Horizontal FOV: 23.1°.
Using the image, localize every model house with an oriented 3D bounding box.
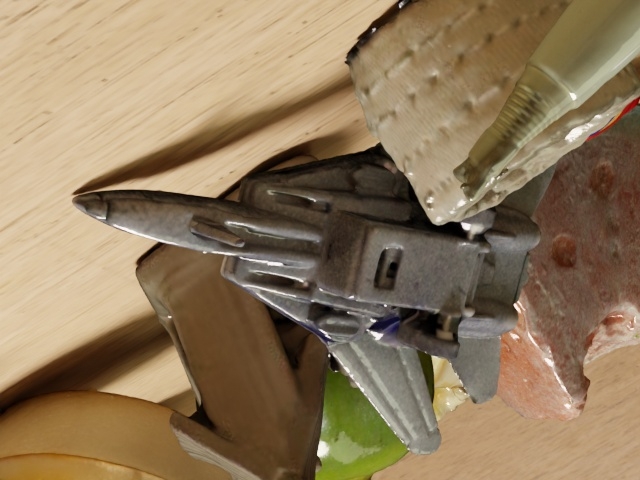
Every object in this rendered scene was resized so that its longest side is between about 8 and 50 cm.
[{"bbox_3d":[-0.032,0.070,0.908,0.122,0.188,0.229,-13,168,-6],"label":"model house"}]

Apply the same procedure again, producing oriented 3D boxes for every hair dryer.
[{"bbox_3d":[0.134,-0.105,0.617,0.237,0.075,0.206,-47,176,0],"label":"hair dryer"}]

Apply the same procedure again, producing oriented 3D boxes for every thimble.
[{"bbox_3d":[0.078,-0.072,0.707,0.115,0.090,0.102,-35,173,21],"label":"thimble"}]

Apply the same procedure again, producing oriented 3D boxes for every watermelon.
[{"bbox_3d":[0.185,0.017,1.157,0.318,0.226,0.148,0,176,-37],"label":"watermelon"}]

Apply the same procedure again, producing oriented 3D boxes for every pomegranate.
[{"bbox_3d":[0.002,0.136,1.165,0.187,0.225,0.187,-12,173,-1],"label":"pomegranate"}]

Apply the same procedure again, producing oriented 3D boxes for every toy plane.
[{"bbox_3d":[0.008,0.003,0.755,0.267,0.212,0.088,9,-173,-43],"label":"toy plane"}]

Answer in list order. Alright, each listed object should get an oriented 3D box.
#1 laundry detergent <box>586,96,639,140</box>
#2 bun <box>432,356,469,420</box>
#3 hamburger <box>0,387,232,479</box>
[{"bbox_3d":[0.164,-0.086,1.007,0.097,0.049,0.165,-42,167,28],"label":"laundry detergent"},{"bbox_3d":[0.088,0.088,1.413,0.287,0.146,0.287,-31,170,-6],"label":"bun"},{"bbox_3d":[-0.155,0.194,1.089,0.237,0.147,0.237,7,155,4],"label":"hamburger"}]
